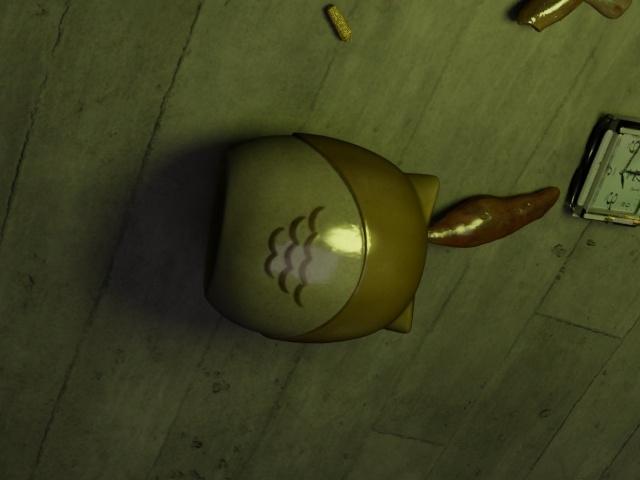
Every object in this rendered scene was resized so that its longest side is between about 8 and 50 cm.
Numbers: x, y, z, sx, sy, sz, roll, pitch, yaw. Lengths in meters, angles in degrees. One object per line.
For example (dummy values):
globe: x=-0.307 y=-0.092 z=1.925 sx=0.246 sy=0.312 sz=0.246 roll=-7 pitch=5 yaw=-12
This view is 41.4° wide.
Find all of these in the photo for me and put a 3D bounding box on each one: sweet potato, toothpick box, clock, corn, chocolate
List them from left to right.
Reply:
toothpick box: x=0.000 y=0.000 z=1.664 sx=0.425 sy=0.409 sz=0.409 roll=8 pitch=119 yaw=-12
corn: x=0.039 y=-0.416 z=1.632 sx=0.027 sy=0.028 sz=0.083 roll=-34 pitch=120 yaw=2
sweet potato: x=0.360 y=-0.047 z=1.859 sx=0.359 sy=0.112 sz=0.112 roll=-15 pitch=123 yaw=-21
sweet potato: x=0.487 y=-0.483 z=1.644 sx=0.243 sy=0.077 sz=0.077 roll=-33 pitch=120 yaw=4
chocolate: x=0.575 y=-0.478 z=1.683 sx=0.100 sy=0.031 sz=0.064 roll=30 pitch=115 yaw=-24
clock: x=0.670 y=-0.155 z=1.859 sx=0.186 sy=0.083 sz=0.253 roll=8 pitch=119 yaw=-14
